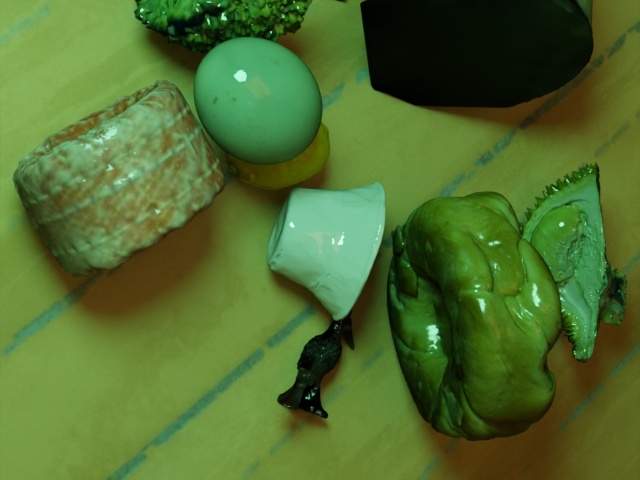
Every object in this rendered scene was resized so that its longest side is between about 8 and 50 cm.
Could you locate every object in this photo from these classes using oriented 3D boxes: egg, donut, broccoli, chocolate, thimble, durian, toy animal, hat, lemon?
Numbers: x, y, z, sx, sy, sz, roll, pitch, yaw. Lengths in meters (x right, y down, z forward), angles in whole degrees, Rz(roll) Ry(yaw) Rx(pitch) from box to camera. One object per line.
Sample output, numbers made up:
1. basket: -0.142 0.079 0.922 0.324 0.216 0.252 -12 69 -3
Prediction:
1. egg: -0.078 -0.174 1.446 0.192 0.149 0.149 44 65 -56
2. donut: 0.207 0.101 1.609 0.170 0.360 0.360 -7 92 -16
3. broccoli: -0.105 -0.352 1.517 0.180 0.242 0.273 35 78 -47
4. chocolate: 0.227 -0.379 1.664 0.326 0.314 0.297 -2 65 8
5. thimble: -0.244 -0.074 1.414 0.239 0.239 0.162 -37 108 -25
6. durian: 0.409 0.035 1.814 0.172 0.166 0.306 3 88 -32
7. toy animal: 0.002 0.169 1.638 0.202 0.070 0.105 -58 157 -26
8. hat: 0.000 0.000 1.596 0.126 0.203 0.203 17 80 -12
9. lemon: -0.057 -0.126 1.588 0.155 0.114 0.114 -21 99 -21
